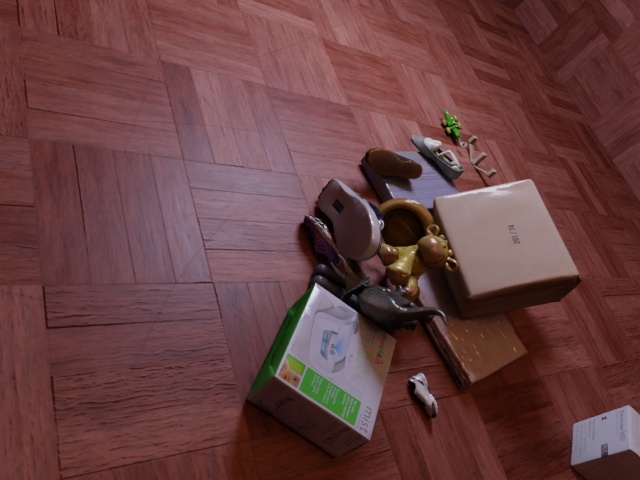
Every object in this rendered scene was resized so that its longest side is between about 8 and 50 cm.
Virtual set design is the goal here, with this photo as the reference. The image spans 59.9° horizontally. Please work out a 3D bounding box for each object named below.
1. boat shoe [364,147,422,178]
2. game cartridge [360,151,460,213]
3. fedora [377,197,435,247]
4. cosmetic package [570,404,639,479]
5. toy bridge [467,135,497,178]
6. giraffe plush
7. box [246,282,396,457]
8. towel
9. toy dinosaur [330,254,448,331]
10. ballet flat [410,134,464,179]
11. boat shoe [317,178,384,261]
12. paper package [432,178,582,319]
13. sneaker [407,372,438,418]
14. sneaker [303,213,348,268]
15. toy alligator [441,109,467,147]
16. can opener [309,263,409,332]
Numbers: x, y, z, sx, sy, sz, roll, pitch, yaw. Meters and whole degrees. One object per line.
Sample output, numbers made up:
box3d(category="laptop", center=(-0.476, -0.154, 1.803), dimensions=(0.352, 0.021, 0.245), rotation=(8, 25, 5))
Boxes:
box3d(category="boat shoe", center=(0.210, -0.230, 1.670), dimensions=(0.207, 0.073, 0.073), rotation=(16, 13, -34))
box3d(category="game cartridge", center=(0.303, -0.186, 1.795), dimensions=(0.355, 0.068, 0.230), rotation=(-8, 60, -42))
box3d(category="fedora", center=(0.231, -0.025, 1.566), dimensions=(0.194, 0.194, 0.079), rotation=(48, 6, 2))
box3d(category="cosmetic package", center=(0.813, 0.578, 1.516), dimensions=(0.151, 0.183, 0.151), rotation=(41, 41, -6))
box3d(category="toy bridge", center=(0.613, -0.313, 2.139), dimensions=(0.026, 0.063, 0.188), rotation=(4, 55, -37))
box3d(category="giraffe plush", center=(0.255, 0.050, 1.425), dimensions=(0.181, 0.170, 0.210), rotation=(63, 10, -10))
box3d(category="box", center=(0.011, 0.267, 1.156), dimensions=(0.231, 0.127, 0.262), rotation=(36, 42, -8))
box3d(category="towel", center=(0.408, 0.220, 1.566), dimensions=(0.316, 0.053, 0.332), rotation=(-12, 66, -42))
box3d(category="toy dinosaur", center=(0.146, 0.150, 1.223), dimensions=(0.160, 0.121, 0.313), rotation=(13, 14, -32))
box3d(category="ballet flat", center=(0.398, -0.295, 1.863), dimensions=(0.213, 0.068, 0.072), rotation=(44, 42, -2))
box3d(category="boat shoe", center=(0.114, -0.039, 1.408), dimensions=(0.158, 0.127, 0.341), rotation=(26, 21, -29))
box3d(category="paper package", center=(0.487, 0.025, 1.533), dimensions=(0.309, 0.168, 0.325), rotation=(-11, 60, -4))
box3d(category="sneaker", center=(0.243, 0.375, 1.329), dimensions=(0.043, 0.040, 0.109), rotation=(-10, 61, -25))
box3d(category="sneaker", center=(0.000, 0.000, 1.402), dimensions=(0.068, 0.071, 0.170), rotation=(22, 27, -54))
box3d(category="toy alligator", center=(0.524, -0.426, 2.169), dimensions=(0.051, 0.056, 0.190), rotation=(55, 14, -65))
box3d(category="can opener", center=(0.107, 0.139, 1.364), dimensions=(0.280, 0.093, 0.074), rotation=(27, 46, -13))
